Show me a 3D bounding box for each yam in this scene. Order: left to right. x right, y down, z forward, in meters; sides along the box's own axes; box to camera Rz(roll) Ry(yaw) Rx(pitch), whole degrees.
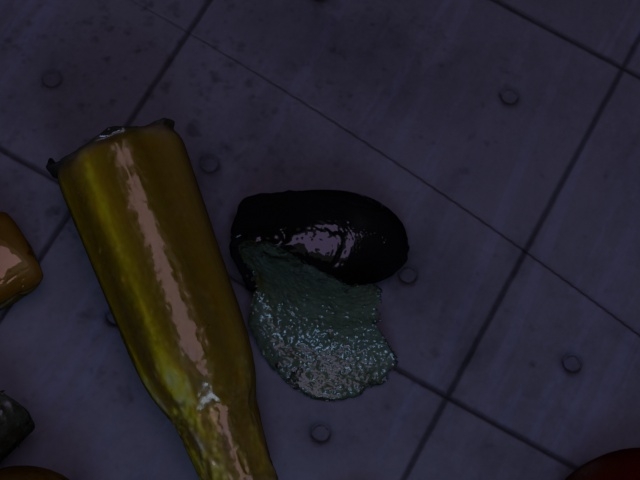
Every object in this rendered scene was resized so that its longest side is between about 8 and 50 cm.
[{"bbox_3d":[-0.409,0.235,1.789,0.183,0.107,0.107,-41,79,-20],"label":"yam"}]

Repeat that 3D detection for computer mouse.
[{"bbox_3d":[0.000,0.000,1.929,0.217,0.073,0.122,-3,71,-5],"label":"computer mouse"}]

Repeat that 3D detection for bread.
[{"bbox_3d":[-0.426,0.046,1.872,0.200,0.077,0.116,-29,84,-14],"label":"bread"}]

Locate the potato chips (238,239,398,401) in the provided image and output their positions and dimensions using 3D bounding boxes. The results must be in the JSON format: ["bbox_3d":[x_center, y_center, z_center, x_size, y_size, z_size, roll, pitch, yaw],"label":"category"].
[{"bbox_3d":[-0.010,0.082,1.868,0.167,0.228,0.059,-7,29,15],"label":"potato chips"}]

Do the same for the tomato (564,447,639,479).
[{"bbox_3d":[0.391,0.375,1.800,0.338,0.144,0.338,3,70,-7],"label":"tomato"}]

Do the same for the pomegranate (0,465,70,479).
[{"bbox_3d":[-0.312,0.337,1.722,0.196,0.196,0.196,2,70,-5],"label":"pomegranate"}]

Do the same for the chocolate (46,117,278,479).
[{"bbox_3d":[-0.169,0.091,1.849,0.162,0.162,0.445,-18,78,-12],"label":"chocolate"}]
